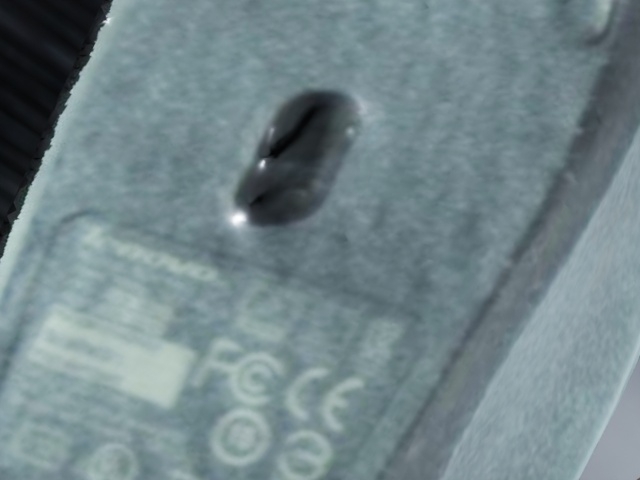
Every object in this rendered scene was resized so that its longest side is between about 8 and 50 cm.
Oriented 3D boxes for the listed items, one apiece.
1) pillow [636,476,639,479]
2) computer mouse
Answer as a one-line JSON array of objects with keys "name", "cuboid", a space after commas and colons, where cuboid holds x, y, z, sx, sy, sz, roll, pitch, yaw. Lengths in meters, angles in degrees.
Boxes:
[{"name": "pillow", "cuboid": [0.321, 0.219, 1.189, 0.308, 0.305, 0.108, -43, 1, -14]}, {"name": "computer mouse", "cuboid": [-0.001, 0.001, 0.602, 0.203, 0.114, 0.374, 19, 65, 20]}]
